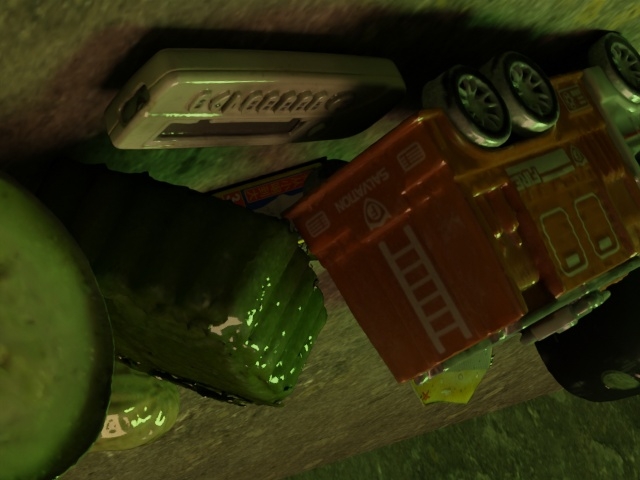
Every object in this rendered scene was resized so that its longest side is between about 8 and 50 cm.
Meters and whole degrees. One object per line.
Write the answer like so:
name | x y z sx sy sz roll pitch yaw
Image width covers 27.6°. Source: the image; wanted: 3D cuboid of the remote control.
remote control | -0.041 -0.105 0.925 0.230 0.049 0.090 -6 159 -43

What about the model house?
model house | 0.113 0.088 1.593 0.136 0.207 0.219 12 -174 35

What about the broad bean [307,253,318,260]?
broad bean | 0.001 0.000 1.322 0.297 0.043 0.060 -5 169 -41

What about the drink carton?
drink carton | -0.060 -0.011 1.160 0.166 0.071 0.056 -17 166 -13

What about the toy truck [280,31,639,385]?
toy truck | 0.169 -0.029 1.065 0.173 0.207 0.387 -36 170 40

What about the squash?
squash | -0.345 0.124 0.894 0.263 0.263 0.384 -3 155 -47

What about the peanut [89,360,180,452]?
peanut | -0.289 0.201 1.478 0.275 0.111 0.125 -15 158 -22

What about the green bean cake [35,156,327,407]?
green bean cake | -0.113 0.035 0.992 0.214 0.113 0.200 15 158 19

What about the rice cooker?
rice cooker | 0.428 0.082 1.761 0.267 0.267 0.224 -10 157 -34
